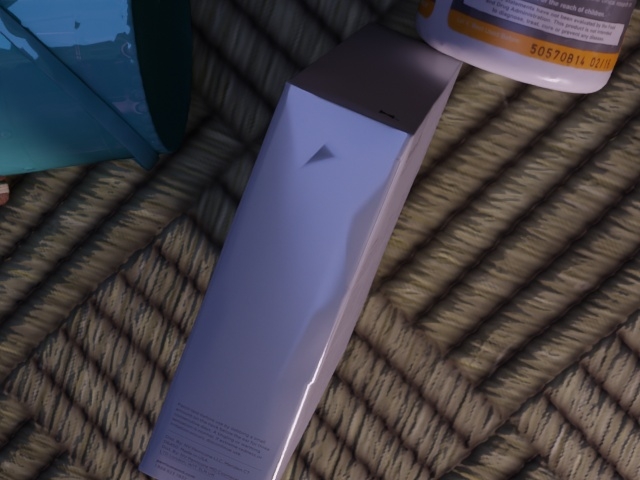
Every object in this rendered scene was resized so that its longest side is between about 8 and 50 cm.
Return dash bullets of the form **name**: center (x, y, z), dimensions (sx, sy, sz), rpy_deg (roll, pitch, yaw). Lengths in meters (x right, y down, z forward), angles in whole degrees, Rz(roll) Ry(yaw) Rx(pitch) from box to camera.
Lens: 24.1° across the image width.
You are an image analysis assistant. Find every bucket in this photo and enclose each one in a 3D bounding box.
- **bucket**: center (-0.212, -0.179, 1.182), dimensions (0.183, 0.281, 0.281), rpy_deg (-3, 103, 7)

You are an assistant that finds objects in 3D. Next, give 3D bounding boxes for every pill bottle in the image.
- **pill bottle**: center (0.183, -0.264, 1.132), dimensions (0.162, 0.162, 0.279), rpy_deg (19, 107, 6)

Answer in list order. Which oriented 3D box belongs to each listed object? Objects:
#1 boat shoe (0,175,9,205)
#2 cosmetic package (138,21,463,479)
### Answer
- **boat shoe**: center (-0.402, -0.069, 1.333), dimensions (0.257, 0.095, 0.095), rpy_deg (0, 98, 11)
- **cosmetic package**: center (0.000, 0.000, 1.121), dimensions (0.097, 0.377, 0.284), rpy_deg (25, 106, 3)
